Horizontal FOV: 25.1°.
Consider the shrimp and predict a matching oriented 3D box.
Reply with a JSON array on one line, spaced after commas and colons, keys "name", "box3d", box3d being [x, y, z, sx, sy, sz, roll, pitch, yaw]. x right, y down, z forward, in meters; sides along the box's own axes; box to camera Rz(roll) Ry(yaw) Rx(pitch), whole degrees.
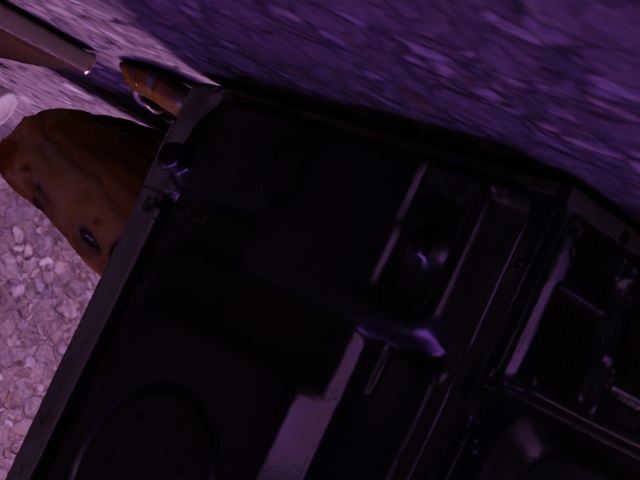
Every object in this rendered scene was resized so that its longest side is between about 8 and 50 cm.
[{"name": "shrimp", "box3d": [-0.071, -0.071, 0.981, 0.124, 0.034, 0.178, 26, 176, 41]}]

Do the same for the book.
[{"name": "book", "box3d": [-0.309, -0.185, 1.046, 0.217, 0.021, 0.310, 27, 176, -31]}]

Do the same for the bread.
[{"name": "bread", "box3d": [-0.138, -0.026, 1.229, 0.210, 0.099, 0.235, 41, -168, 33]}]

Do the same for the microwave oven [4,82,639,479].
[{"name": "microwave oven", "box3d": [-0.010, 0.144, 0.791, 0.247, 0.394, 0.333, 28, 175, -41]}]

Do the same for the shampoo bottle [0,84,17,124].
[{"name": "shampoo bottle", "box3d": [-0.391, -0.166, 1.399, 0.192, 0.074, 0.074, 26, 176, 7]}]
